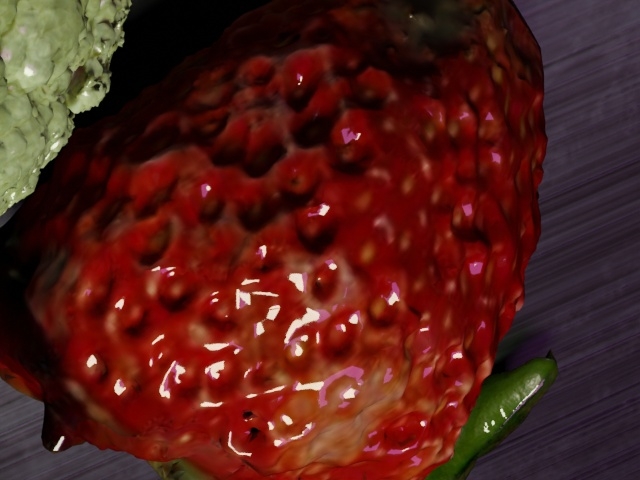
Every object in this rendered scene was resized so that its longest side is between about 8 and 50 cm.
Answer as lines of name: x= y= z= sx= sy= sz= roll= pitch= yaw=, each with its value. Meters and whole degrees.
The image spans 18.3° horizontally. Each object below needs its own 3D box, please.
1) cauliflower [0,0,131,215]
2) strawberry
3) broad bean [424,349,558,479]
cauliflower: x=-0.239 y=-0.123 z=0.928 sx=0.250 sy=0.275 sz=0.272 roll=-20 pitch=-173 yaw=43
strawberry: x=-0.005 y=0.012 z=1.105 sx=0.310 sy=0.291 sz=0.292 roll=-29 pitch=140 yaw=21
broad bean: x=0.110 y=0.152 z=1.469 sx=0.061 sy=0.046 sz=0.195 roll=-10 pitch=140 yaw=-37
